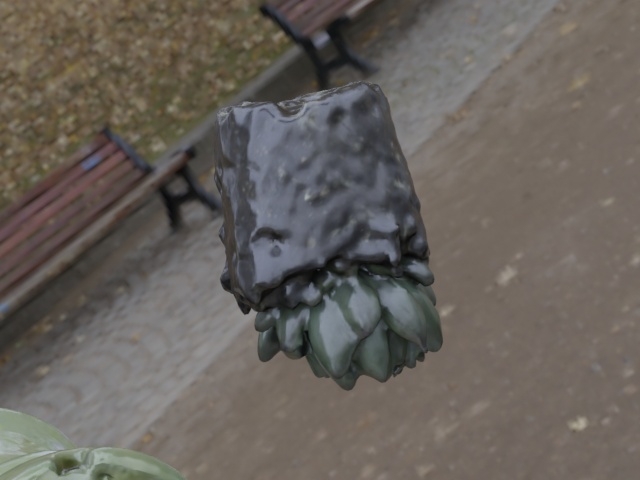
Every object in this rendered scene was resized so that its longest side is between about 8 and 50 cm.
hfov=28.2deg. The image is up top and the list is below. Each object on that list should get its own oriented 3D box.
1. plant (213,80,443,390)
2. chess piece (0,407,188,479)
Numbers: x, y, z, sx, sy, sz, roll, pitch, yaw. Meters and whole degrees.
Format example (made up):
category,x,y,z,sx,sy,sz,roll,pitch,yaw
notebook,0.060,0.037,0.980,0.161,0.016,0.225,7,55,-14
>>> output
category,x,y,z,sx,sy,sz,roll,pitch,yaw
plant,0.000,0.000,0.817,0.132,0.194,0.129,-12,3,-7
chess piece,-0.218,0.227,0.896,0.234,0.234,0.442,-41,10,-25
